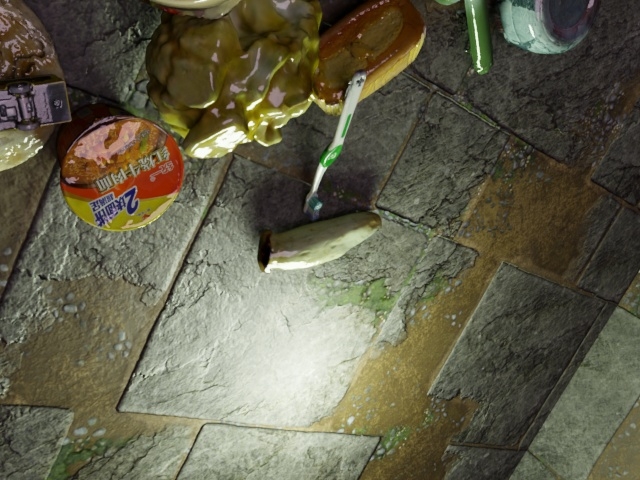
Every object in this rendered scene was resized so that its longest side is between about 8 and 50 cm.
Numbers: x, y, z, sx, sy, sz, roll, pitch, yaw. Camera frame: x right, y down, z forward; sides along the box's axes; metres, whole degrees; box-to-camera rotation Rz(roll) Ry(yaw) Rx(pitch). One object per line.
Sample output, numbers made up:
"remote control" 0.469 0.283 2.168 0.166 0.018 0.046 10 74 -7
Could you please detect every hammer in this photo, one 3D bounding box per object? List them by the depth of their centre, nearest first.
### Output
"hammer" 0.352 -0.528 1.492 0.206 0.119 0.335 -34 135 -12

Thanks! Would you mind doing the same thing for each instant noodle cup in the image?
"instant noodle cup" -0.374 -0.147 1.180 0.213 0.174 0.213 -16 124 -25

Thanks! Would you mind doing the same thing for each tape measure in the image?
"tape measure" 0.538 -0.584 1.551 0.256 0.147 0.275 -22 121 -24

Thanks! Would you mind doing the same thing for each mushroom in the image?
"mushroom" -0.001 0.003 1.566 0.333 0.087 0.107 -13 121 -30

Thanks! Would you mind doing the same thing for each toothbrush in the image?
"toothbrush" 0.023 -0.193 1.396 0.042 0.040 0.418 -24 150 -33

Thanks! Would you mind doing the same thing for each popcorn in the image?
"popcorn" -0.156 -0.311 1.189 0.334 0.293 0.292 -10 164 -38

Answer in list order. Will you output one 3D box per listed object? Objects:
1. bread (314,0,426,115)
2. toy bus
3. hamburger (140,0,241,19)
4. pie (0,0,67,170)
"bread" 0.080 -0.387 1.363 0.288 0.152 0.119 -39 167 -8
"toy bus" -0.513 -0.209 1.022 0.226 0.074 0.081 -17 124 -26
"hamburger" -0.199 -0.478 0.946 0.302 0.170 0.302 0 116 0
"pie" -0.575 -0.258 1.052 0.339 0.077 0.339 -15 123 -25
